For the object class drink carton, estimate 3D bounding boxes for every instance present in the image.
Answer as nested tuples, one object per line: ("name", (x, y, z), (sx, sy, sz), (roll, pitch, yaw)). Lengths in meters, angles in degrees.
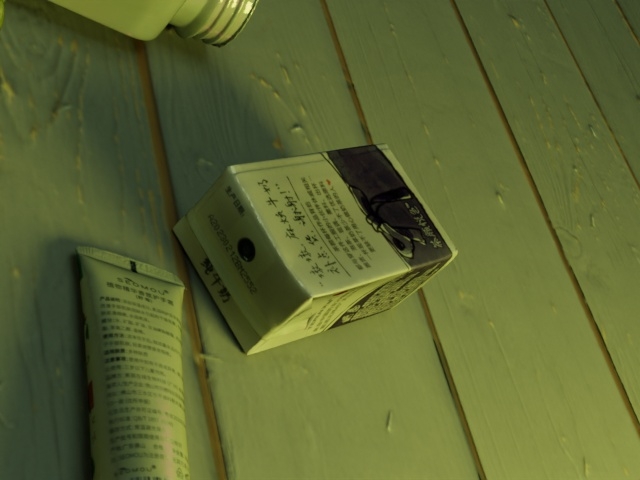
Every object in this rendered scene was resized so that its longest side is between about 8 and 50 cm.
("drink carton", (0.000, 0.001, 0.925), (0.222, 0.102, 0.134), (-13, 67, -50))

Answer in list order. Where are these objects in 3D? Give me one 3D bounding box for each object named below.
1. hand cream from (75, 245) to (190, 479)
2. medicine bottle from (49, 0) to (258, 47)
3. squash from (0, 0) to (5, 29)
("hand cream", (-0.127, 0.113, 0.732), (0.095, 0.059, 0.276), (20, 38, -30))
("medicine bottle", (-0.211, -0.290, 0.975), (0.324, 0.124, 0.179), (22, 44, -32))
("squash", (-0.284, -0.165, 0.804), (0.094, 0.094, 0.224), (36, 31, -14))
